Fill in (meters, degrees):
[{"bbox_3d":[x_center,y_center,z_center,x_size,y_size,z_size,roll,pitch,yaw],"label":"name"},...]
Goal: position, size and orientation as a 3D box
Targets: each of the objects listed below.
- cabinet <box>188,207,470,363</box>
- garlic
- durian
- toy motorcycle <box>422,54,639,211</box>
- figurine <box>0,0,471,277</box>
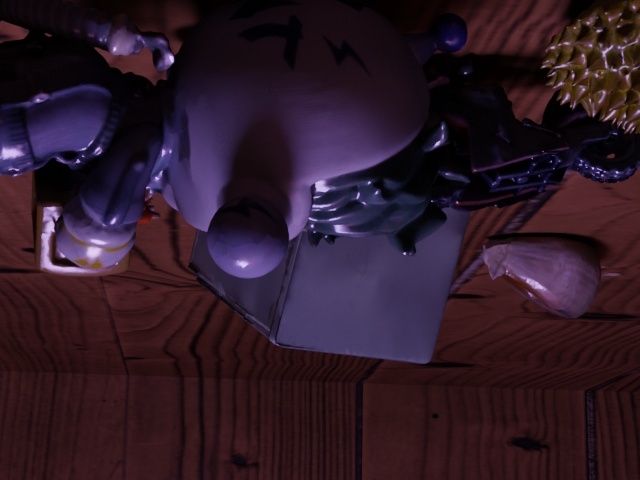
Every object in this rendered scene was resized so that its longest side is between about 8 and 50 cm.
[{"bbox_3d":[0.000,0.000,1.118,0.145,0.150,0.206,9,-170,-27],"label":"cabinet"},{"bbox_3d":[0.273,0.042,1.585,0.128,0.090,0.198,12,177,21],"label":"garlic"},{"bbox_3d":[0.227,-0.112,0.906,0.146,0.102,0.208,-6,169,7],"label":"durian"},{"bbox_3d":[0.141,-0.085,1.018,0.213,0.122,0.082,-8,157,-15],"label":"toy motorcycle"},{"bbox_3d":[-0.091,-0.066,0.861,0.382,0.261,0.186,-6,139,-10],"label":"figurine"}]
